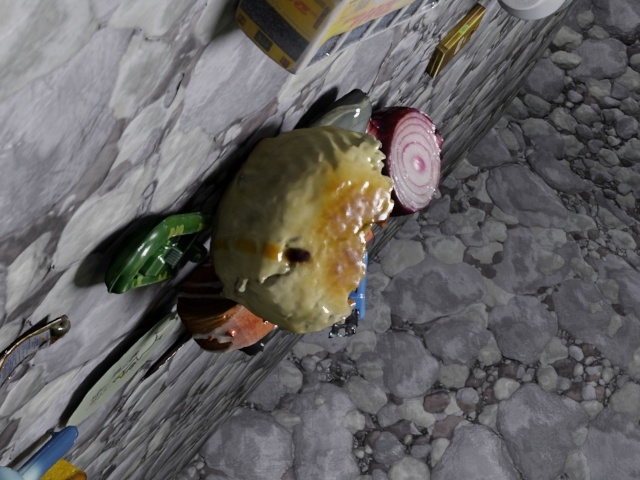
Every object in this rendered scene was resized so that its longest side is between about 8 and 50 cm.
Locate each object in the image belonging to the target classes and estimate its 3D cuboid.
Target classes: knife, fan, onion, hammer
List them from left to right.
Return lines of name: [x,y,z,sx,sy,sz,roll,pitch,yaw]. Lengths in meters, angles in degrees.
hammer: [-0.382,0.305,1.223,0.116,0.069,0.194,-58,174,38]
fan: [-0.233,0.131,1.410,0.415,0.012,0.233,-45,177,-31]
knife: [-0.220,0.161,1.599,0.230,0.028,0.060,-45,-177,-23]
onion: [0.098,-0.147,1.569,0.218,0.139,0.195,31,72,-42]

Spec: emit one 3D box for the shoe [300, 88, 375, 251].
shoe: [0.014,-0.054,1.351,0.132,0.171,0.336,-41,168,-47]

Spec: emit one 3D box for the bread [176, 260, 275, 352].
bread: [-0.120,0.084,1.302,0.160,0.073,0.160,-19,-151,11]

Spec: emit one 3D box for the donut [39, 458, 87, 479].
donut: [-0.420,0.382,1.363,0.162,0.065,0.178,-37,166,-41]

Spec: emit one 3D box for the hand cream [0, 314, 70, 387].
hand cream: [-0.315,0.138,0.940,0.163,0.039,0.062,-52,172,-34]

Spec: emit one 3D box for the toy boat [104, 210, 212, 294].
toy boat: [-0.179,0.013,1.030,0.104,0.052,0.210,-49,174,12]

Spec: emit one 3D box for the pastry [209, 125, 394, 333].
pastry: [-0.046,-0.033,1.138,0.236,0.170,0.256,20,-94,55]

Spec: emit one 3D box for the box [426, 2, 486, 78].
box: [0.251,-0.370,1.741,0.133,0.023,0.090,-48,173,-18]

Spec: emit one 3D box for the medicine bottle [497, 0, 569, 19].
medicine bottle: [0.369,-0.450,1.617,0.135,0.135,0.215,-54,171,27]

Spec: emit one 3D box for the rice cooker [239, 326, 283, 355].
rice cooker: [-0.105,0.096,1.525,0.142,0.118,0.203,-30,-165,45]

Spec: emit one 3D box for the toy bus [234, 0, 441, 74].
toy bus: [0.058,-0.263,0.909,0.138,0.097,0.342,-53,171,36]

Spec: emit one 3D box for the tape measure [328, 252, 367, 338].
tape measure: [0.000,0.000,1.638,0.351,0.097,0.215,-128,-143,-64]
